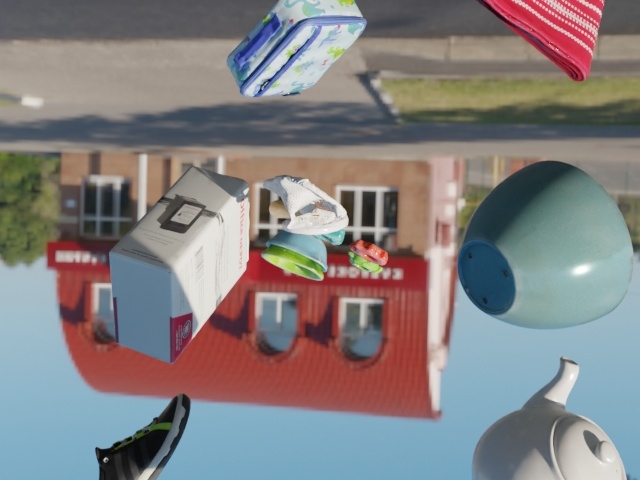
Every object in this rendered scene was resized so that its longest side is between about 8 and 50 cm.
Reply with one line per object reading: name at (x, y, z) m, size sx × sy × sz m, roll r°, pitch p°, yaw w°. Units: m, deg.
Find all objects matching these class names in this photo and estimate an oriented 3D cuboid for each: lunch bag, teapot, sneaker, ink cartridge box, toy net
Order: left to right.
sneaker at (-0.272, 0.309, 1.438) m, size 0.097 × 0.235 × 0.084 m, roll 32°, pitch 168°, yaw -4°
ink cartridge box at (-0.124, 0.018, 0.918) m, size 0.063 × 0.109 × 0.150 m, roll 17°, pitch -141°, yaw 15°
lunch bag at (-0.044, -0.328, 1.696) m, size 0.176 × 0.090 × 0.219 m, roll -12°, pitch 159°, yaw -47°
toy net at (0.000, 0.000, 0.940) m, size 0.122 × 0.045 × 0.232 m, roll 23°, pitch 169°, yaw 8°
teapot at (0.363, 0.352, 1.499) m, size 0.187 × 0.256 × 0.252 m, roll -42°, pitch 180°, yaw 43°

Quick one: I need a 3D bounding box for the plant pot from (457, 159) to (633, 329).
plant pot at (0.345, 0.030, 1.700) m, size 0.195 × 0.290 × 0.290 m, roll -21°, pitch -166°, yaw -33°

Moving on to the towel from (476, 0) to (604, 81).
towel at (0.271, -0.342, 1.172) m, size 0.198 × 0.275 × 0.031 m, roll 30°, pitch 156°, yaw -28°
